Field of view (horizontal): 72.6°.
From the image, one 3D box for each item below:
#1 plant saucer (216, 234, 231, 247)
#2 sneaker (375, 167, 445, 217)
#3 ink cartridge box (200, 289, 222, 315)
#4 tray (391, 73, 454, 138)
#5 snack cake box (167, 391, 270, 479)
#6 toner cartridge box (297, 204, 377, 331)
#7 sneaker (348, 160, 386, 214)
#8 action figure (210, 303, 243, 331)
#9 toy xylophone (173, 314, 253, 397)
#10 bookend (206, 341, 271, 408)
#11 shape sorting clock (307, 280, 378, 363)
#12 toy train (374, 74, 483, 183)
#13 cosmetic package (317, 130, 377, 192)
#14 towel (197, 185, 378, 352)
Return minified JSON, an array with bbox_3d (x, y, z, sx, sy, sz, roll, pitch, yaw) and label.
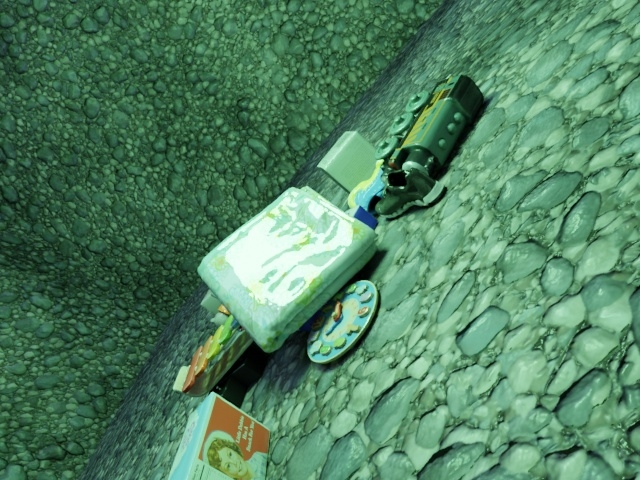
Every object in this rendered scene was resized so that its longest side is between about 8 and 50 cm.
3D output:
[{"bbox_3d":[-0.316,0.058,1.935,0.332,0.084,0.332,-13,33,9],"label":"plant saucer"},{"bbox_3d":[0.188,-0.121,1.048,0.078,0.106,0.234,-56,15,-21],"label":"sneaker"},{"bbox_3d":[-0.425,0.207,2.076,0.283,0.117,0.207,-40,19,35],"label":"ink cartridge box"},{"bbox_3d":[0.313,-0.361,1.309,0.270,0.030,0.145,-47,-17,17],"label":"tray"},{"bbox_3d":[-0.182,0.420,0.769,0.089,0.152,0.264,-48,15,16],"label":"snack cake box"},{"bbox_3d":[0.013,0.075,1.166,0.348,0.075,0.165,-59,16,-25],"label":"toner cartridge box"},{"bbox_3d":[0.188,-0.158,1.227,0.240,0.091,0.126,-49,33,6],"label":"sneaker"},{"bbox_3d":[-0.247,0.185,1.504,0.330,0.178,0.341,-47,15,-27],"label":"action figure"},{"bbox_3d":[-0.275,0.287,1.217,0.323,0.081,0.236,-51,14,1],"label":"toy xylophone"},{"bbox_3d":[-0.220,0.371,1.161,0.156,0.072,0.157,-42,18,32],"label":"bookend"},{"bbox_3d":[0.042,0.167,0.924,0.206,0.040,0.206,-47,15,17],"label":"shape sorting clock"},{"bbox_3d":[0.278,-0.279,1.125,0.334,0.142,0.190,-56,25,-18],"label":"toy train"},{"bbox_3d":[0.114,-0.227,1.373,0.151,0.183,0.151,-50,15,4],"label":"cosmetic package"},{"bbox_3d":[-0.085,0.041,1.069,0.374,0.090,0.320,-43,48,-13],"label":"towel"}]
